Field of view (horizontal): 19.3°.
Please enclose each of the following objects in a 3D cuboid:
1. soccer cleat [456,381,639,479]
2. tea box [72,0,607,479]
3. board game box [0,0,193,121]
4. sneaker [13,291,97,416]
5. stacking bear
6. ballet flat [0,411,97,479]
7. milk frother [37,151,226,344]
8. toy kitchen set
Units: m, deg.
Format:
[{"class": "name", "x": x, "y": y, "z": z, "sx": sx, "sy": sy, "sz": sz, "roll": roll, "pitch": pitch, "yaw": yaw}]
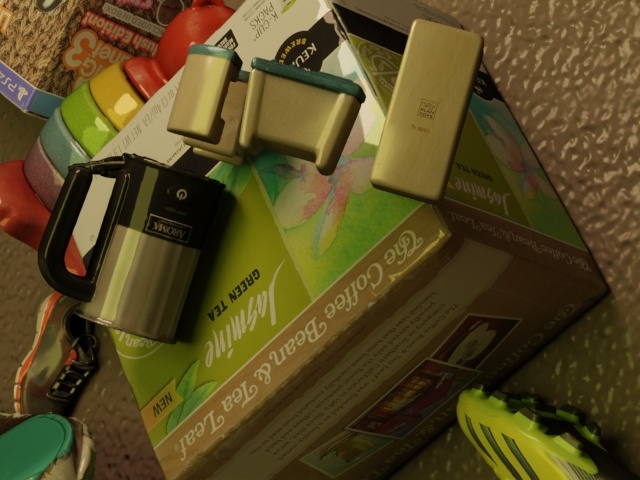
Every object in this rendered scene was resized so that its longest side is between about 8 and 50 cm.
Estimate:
[{"class": "soccer cleat", "x": 0.191, "y": 0.203, "z": 1.415, "sx": 0.289, "sy": 0.093, "sz": 0.121, "roll": 34, "pitch": 108, "yaw": 44}, {"class": "tea box", "x": 0.000, "y": 0.000, "z": 1.562, "sx": 0.329, "sy": 0.220, "sz": 0.323, "roll": -44, "pitch": 53, "yaw": 25}, {"class": "board game box", "x": -0.243, "y": -0.283, "z": 1.929, "sx": 0.232, "sy": 0.141, "sz": 0.291, "roll": 36, "pitch": 102, "yaw": 43}, {"class": "sneaker", "x": -0.259, "y": 0.128, "z": 1.884, "sx": 0.065, "sy": 0.061, "sz": 0.158, "roll": 6, "pitch": 83, "yaw": 36}, {"class": "stacking bear", "x": -0.166, "y": -0.106, "z": 1.800, "sx": 0.289, "sy": 0.175, "sz": 0.164, "roll": -44, "pitch": 19, "yaw": 12}, {"class": "ballet flat", "x": -0.296, "y": 0.235, "z": 1.800, "sx": 0.409, "sy": 0.147, "sz": 0.147, "roll": 4, "pitch": 80, "yaw": 61}, {"class": "milk frother", "x": -0.155, "y": -0.001, "z": 1.500, "sx": 0.143, "sy": 0.129, "sz": 0.135, "roll": -169, "pitch": 97, "yaw": -87}, {"class": "toy kitchen set", "x": 0.007, "y": -0.105, "z": 1.397, "sx": 0.207, "sy": 0.166, "sz": 0.122, "roll": 16, "pitch": 86, "yaw": 6}]
